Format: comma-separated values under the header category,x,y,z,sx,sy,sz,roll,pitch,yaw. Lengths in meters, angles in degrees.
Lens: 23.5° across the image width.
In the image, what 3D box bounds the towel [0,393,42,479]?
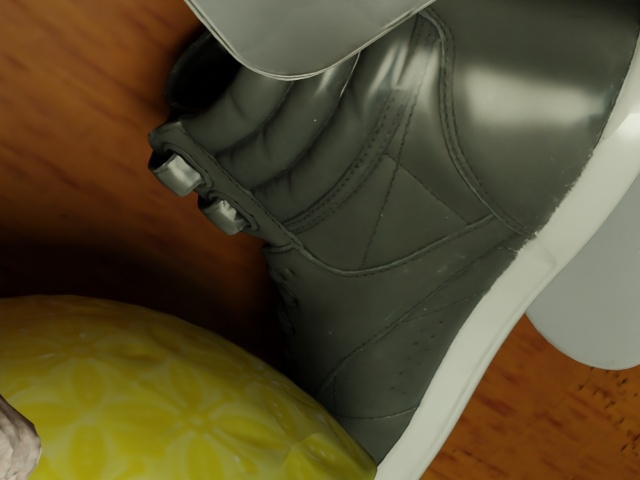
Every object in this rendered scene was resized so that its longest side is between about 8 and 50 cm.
category,x,y,z,sx,sy,sz,roll,pitch,yaw
towel,-0.268,0.084,0.356,0.332,0.053,0.317,31,101,8

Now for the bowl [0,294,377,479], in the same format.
category,x,y,z,sx,sy,sz,roll,pitch,yaw
bowl,-0.141,0.102,0.497,0.289,0.289,0.156,-39,88,2

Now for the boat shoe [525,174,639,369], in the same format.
category,x,y,z,sx,sy,sz,roll,pitch,yaw
boat shoe,0.124,-0.076,0.575,0.088,0.096,0.267,-37,131,-37

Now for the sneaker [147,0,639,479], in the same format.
category,x,y,z,sx,sy,sz,roll,pitch,yaw
sneaker,0.000,0.000,0.567,0.147,0.104,0.296,23,134,-5

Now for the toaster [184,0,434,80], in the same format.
category,x,y,z,sx,sy,sz,roll,pitch,yaw
toaster,-0.035,-0.151,0.389,0.110,0.168,0.186,-39,131,3
